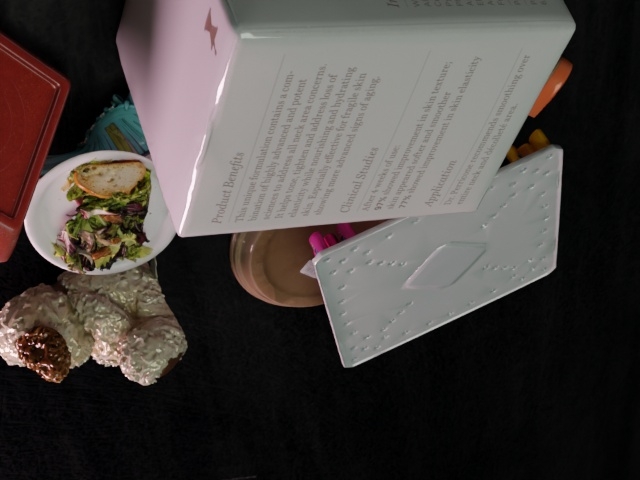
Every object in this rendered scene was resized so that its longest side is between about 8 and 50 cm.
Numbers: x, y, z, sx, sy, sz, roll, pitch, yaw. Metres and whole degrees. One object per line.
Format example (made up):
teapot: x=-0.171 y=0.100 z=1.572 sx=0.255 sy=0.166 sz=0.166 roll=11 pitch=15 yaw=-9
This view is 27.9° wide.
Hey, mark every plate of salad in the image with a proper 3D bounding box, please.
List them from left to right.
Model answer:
plate of salad: x=-0.271 y=-0.027 z=1.623 sx=0.199 sy=0.048 sz=0.200 roll=-10 pitch=132 yaw=-11

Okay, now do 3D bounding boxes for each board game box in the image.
board game box: x=0.182 y=0.022 z=1.970 sx=0.390 sy=0.050 sz=0.390 roll=-25 pitch=151 yaw=-5

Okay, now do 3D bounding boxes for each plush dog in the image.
plush dog: x=-0.335 y=0.104 z=1.756 sx=0.225 sy=0.262 sz=0.211 roll=-20 pitch=102 yaw=-23

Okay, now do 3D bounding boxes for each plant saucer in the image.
plant saucer: x=-0.405 y=-0.143 z=1.477 sx=0.047 sy=0.258 sz=0.259 roll=-5 pitch=151 yaw=40
plant saucer: x=0.000 y=0.000 z=1.935 sx=0.278 sy=0.041 sz=0.278 roll=-15 pitch=134 yaw=-16

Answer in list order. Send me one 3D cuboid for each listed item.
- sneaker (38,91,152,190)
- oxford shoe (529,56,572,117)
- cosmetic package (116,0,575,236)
sneaker: x=-0.254 y=-0.136 z=1.665 sx=0.275 sy=0.107 sz=0.110 roll=-20 pitch=110 yaw=-10
oxford shoe: x=0.245 y=-0.186 z=1.882 sx=0.098 sy=0.097 sz=0.271 roll=36 pitch=119 yaw=-7
cosmetic package: x=0.010 y=-0.238 z=1.483 sx=0.393 sy=0.327 sz=0.329 roll=-5 pitch=145 yaw=-23
